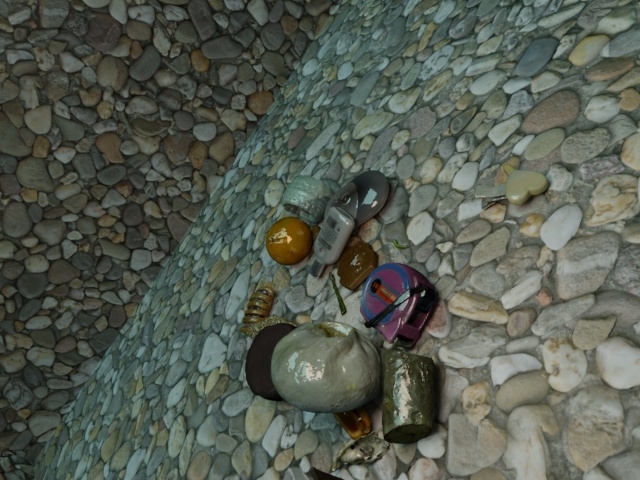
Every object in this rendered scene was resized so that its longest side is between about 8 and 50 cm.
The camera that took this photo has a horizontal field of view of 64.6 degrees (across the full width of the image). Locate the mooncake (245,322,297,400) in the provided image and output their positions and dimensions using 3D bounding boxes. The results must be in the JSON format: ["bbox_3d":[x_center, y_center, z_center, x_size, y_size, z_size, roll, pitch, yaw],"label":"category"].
[{"bbox_3d":[-0.142,0.448,1.852,0.283,0.141,0.282,-23,51,33],"label":"mooncake"}]

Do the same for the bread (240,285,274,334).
[{"bbox_3d":[-0.281,0.310,2.218,0.134,0.081,0.225,-16,53,48],"label":"bread"}]

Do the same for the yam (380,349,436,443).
[{"bbox_3d":[0.239,0.409,1.373,0.154,0.154,0.254,-26,45,39],"label":"yam"}]

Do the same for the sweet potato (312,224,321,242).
[{"bbox_3d":[0.000,0.000,2.154,0.205,0.060,0.068,-108,22,-53],"label":"sweet potato"}]

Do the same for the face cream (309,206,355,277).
[{"bbox_3d":[0.036,0.017,2.006,0.144,0.071,0.291,42,116,42],"label":"face cream"}]

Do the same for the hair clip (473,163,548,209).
[{"bbox_3d":[0.575,-0.164,1.526,0.219,0.071,0.158,-10,51,44],"label":"hair clip"}]

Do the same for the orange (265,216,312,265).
[{"bbox_3d":[-0.140,0.000,2.221,0.220,0.193,0.219,-16,57,26],"label":"orange"}]

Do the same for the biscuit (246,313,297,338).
[{"bbox_3d":[-0.198,0.366,2.063,0.237,0.026,0.131,15,72,42],"label":"biscuit"}]

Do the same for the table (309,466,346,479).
[{"bbox_3d":[0.019,0.790,1.281,0.250,0.196,0.282,-54,29,5],"label":"table"}]

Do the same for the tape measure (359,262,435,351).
[{"bbox_3d":[0.236,0.196,1.579,0.245,0.149,0.231,-60,34,7],"label":"tape measure"}]

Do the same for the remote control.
[{"bbox_3d":[0.142,-0.153,2.053,0.332,0.104,0.221,-34,47,29],"label":"remote control"}]

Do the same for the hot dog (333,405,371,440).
[{"bbox_3d":[0.085,0.511,1.559,0.250,0.076,0.104,35,110,62],"label":"hot dog"}]

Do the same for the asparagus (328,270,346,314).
[{"bbox_3d":[0.062,0.196,1.921,0.232,0.022,0.023,-110,16,-51],"label":"asparagus"}]

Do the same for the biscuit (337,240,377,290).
[{"bbox_3d":[0.133,0.085,1.914,0.182,0.034,0.215,-45,31,15],"label":"biscuit"}]

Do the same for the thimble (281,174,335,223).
[{"bbox_3d":[-0.056,-0.189,2.255,0.250,0.205,0.171,9,68,61],"label":"thimble"}]

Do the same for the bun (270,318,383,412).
[{"bbox_3d":[0.022,0.359,1.520,0.362,0.362,0.211,14,109,57],"label":"bun"}]

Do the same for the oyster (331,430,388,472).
[{"bbox_3d":[0.105,0.595,1.450,0.200,0.106,0.061,-20,12,25],"label":"oyster"}]

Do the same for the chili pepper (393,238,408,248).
[{"bbox_3d":[0.280,0.014,1.797,0.030,0.017,0.083,-52,31,3],"label":"chili pepper"}]
